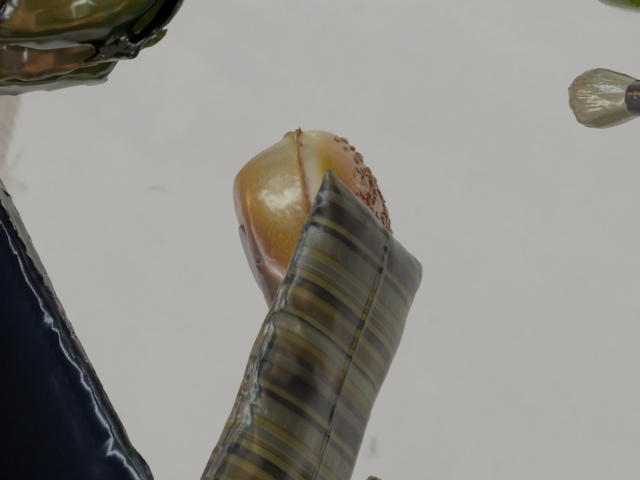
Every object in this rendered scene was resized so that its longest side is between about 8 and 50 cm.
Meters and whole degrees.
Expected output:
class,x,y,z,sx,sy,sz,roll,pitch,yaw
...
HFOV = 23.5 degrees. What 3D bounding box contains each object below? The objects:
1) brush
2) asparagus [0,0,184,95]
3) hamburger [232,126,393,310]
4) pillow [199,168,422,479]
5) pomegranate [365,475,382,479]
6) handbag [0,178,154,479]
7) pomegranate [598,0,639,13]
class,x,y,z,sx,sy,sz,roll,pitch,yaw
brush,0.255,-0.087,0.947,0.299,0.039,0.042,9,111,58
asparagus,-0.136,-0.147,0.644,0.108,0.382,0.128,-44,112,2
hamburger,-0.001,-0.003,1.484,0.147,0.237,0.237,-19,89,-3
pillow,0.001,0.074,0.834,0.038,0.113,0.203,3,62,37
pomegranate,0.047,0.268,1.085,0.202,0.202,0.248,13,134,32
handbag,-0.190,0.133,0.486,0.326,0.118,0.269,-51,48,23
pomegranate,0.276,-0.287,1.351,0.156,0.220,0.156,-6,73,21
